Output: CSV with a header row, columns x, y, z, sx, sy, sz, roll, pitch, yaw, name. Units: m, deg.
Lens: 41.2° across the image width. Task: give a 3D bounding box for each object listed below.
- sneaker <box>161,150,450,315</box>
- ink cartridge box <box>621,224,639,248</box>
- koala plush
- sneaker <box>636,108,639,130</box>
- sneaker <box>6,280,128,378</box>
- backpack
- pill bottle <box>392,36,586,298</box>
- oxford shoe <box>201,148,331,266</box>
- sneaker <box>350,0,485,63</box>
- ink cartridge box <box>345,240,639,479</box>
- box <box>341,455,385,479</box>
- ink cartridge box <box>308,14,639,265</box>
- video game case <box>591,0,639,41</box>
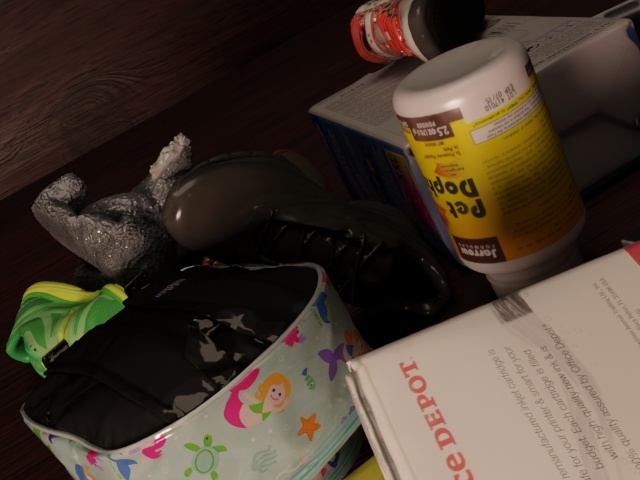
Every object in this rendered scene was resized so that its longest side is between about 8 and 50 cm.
x,y,z,sx,sy,sz,roll,pitch,yaw,name
0.000,0.000,0.769,0.286,0.109,0.130,12,18,-27,sneaker
0.373,-0.023,0.636,0.206,0.045,0.208,-35,25,-18,ink cartridge box
-0.232,-0.024,1.174,0.203,0.196,0.221,16,46,44,koala plush
0.364,-0.136,0.807,0.078,0.106,0.234,-17,29,44,sneaker
-0.276,0.121,1.026,0.295,0.109,0.124,-2,56,44,sneaker
-0.077,0.121,0.636,0.225,0.191,0.253,-42,16,-31,backpack
0.152,-0.054,0.728,0.117,0.215,0.117,-23,22,10,pill bottle
-0.078,0.031,0.994,0.130,0.123,0.348,-45,11,34,oxford shoe
0.097,-0.236,0.975,0.145,0.090,0.270,-17,20,26,sneaker
0.142,0.106,0.458,0.217,0.092,0.159,-21,46,-4,ink cartridge box
0.097,0.149,0.554,0.232,0.058,0.087,-34,25,-15,box
0.162,-0.142,0.999,0.270,0.151,0.395,-30,23,-8,ink cartridge box
0.403,-0.239,0.927,0.190,0.022,0.173,2,-10,-34,video game case
